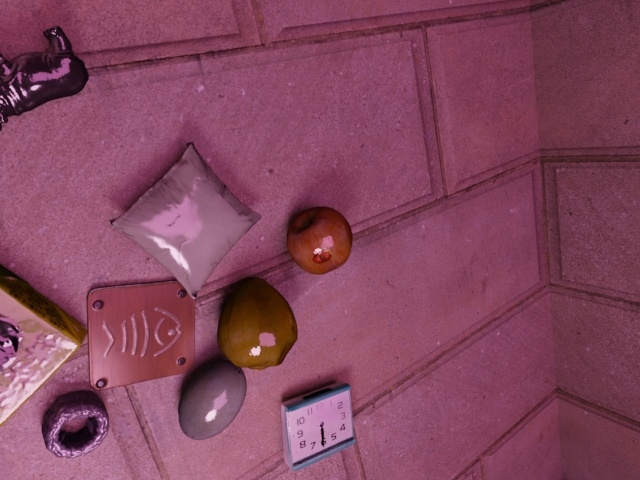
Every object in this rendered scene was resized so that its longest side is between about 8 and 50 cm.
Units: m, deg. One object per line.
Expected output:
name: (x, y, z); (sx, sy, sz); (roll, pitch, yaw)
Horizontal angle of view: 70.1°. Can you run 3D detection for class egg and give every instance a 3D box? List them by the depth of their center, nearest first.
egg: (-0.312, 0.460, 1.321); (0.169, 0.169, 0.236); (46, 71, -30)

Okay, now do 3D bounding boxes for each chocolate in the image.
chocolate: (-0.739, 0.245, 1.022); (0.301, 0.137, 0.288); (-49, 120, -17)

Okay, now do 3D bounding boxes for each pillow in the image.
pillow: (-0.350, -0.052, 1.244); (0.312, 0.119, 0.310); (49, 68, -29)

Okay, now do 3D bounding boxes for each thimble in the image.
thimble: (-0.621, 0.467, 1.162); (0.150, 0.098, 0.150); (-7, 102, -33)

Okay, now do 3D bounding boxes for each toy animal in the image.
toy animal: (-0.682, -0.330, 0.990); (0.343, 0.106, 0.168); (-43, 125, -14)

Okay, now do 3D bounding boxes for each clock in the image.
clock: (-0.017, 0.633, 1.590); (0.262, 0.116, 0.231); (-10, 98, -33)

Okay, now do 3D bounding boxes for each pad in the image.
pad: (-0.488, 0.256, 1.266); (0.284, 0.018, 0.286); (-3, 101, -34)

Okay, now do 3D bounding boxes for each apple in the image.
apple: (0.000, 0.000, 1.431); (0.211, 0.211, 0.188); (-49, 121, -17)

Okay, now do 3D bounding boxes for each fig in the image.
fig: (-0.186, 0.239, 1.337); (0.239, 0.239, 0.271); (0, 76, -34)
